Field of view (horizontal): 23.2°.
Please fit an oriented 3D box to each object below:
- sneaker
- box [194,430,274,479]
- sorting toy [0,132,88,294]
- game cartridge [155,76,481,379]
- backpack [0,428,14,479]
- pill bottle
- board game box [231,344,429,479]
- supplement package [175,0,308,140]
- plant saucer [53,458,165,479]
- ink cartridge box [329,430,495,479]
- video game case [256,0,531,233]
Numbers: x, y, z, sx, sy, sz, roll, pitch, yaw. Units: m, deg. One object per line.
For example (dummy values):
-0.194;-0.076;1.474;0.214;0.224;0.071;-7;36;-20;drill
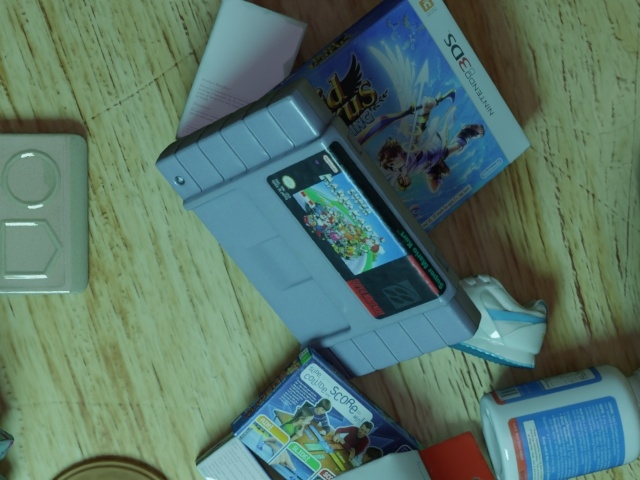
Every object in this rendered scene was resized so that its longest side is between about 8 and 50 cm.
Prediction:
0.164;0.080;1.885;0.228;0.087;0.092;21;81;-11;sneaker
-0.029;0.375;1.874;0.067;0.063;0.324;-38;93;-4;box
-0.382;-0.031;1.863;0.208;0.038;0.193;0;90;-9;sorting toy
0.000;0.000;1.769;0.355;0.230;0.068;52;45;-18;game cartridge
-0.482;0.255;1.761;0.253;0.225;0.191;20;85;6;backpack
0.312;0.219;1.871;0.221;0.124;0.124;-12;91;-4;pill bottle
0.012;0.238;1.858;0.136;0.035;0.201;-45;108;5;board game box
-0.095;-0.187;1.847;0.105;0.105;0.179;20;89;-4;supplement package
-0.254;0.363;1.870;0.200;0.037;0.200;0;90;-5;plant saucer
0.133;0.328;1.798;0.232;0.066;0.189;-18;74;-27;ink cartridge box
0.081;-0.129;1.829;0.269;0.061;0.244;-40;110;-13;video game case
